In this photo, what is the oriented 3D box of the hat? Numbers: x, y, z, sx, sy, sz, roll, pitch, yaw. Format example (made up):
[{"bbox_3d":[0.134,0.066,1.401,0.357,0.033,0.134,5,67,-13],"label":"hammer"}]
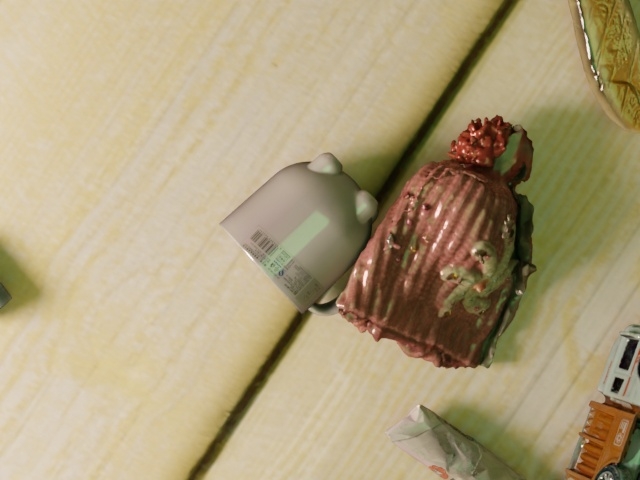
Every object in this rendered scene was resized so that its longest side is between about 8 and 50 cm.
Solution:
[{"bbox_3d":[0.157,-0.002,1.798,0.236,0.107,0.286,25,89,-40],"label":"hat"}]

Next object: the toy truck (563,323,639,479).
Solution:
[{"bbox_3d":[0.361,0.245,1.839,0.136,0.162,0.305,21,88,-20],"label":"toy truck"}]

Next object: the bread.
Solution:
[{"bbox_3d":[0.322,-0.221,1.832,0.073,0.053,0.214,-19,96,-8],"label":"bread"}]

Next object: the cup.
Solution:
[{"bbox_3d":[0.000,-0.001,1.775,0.142,0.134,0.173,-43,99,-3],"label":"cup"}]

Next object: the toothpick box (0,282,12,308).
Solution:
[{"bbox_3d":[-0.380,0.045,1.771,0.052,0.052,0.083,-37,99,-2],"label":"toothpick box"}]

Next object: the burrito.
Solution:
[{"bbox_3d":[0.167,0.256,1.866,0.203,0.064,0.064,35,91,-8],"label":"burrito"}]
